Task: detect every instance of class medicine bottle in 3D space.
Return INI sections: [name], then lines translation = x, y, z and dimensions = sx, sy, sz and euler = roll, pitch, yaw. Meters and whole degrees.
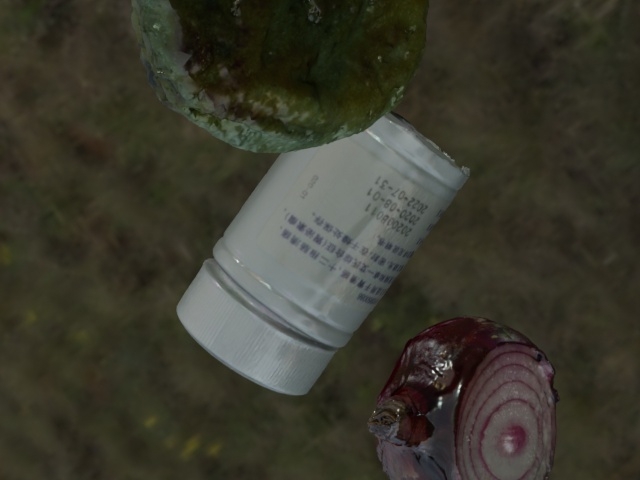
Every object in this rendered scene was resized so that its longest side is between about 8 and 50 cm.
[medicine bottle]
translation = 0.000, 0.000, 1.908
dimensions = 0.190, 0.332, 0.190
euler = 36, -174, -5

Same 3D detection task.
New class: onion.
[onion]
translation = 0.105, 0.164, 1.506
dimensions = 0.140, 0.218, 0.195
euler = 16, 97, 45

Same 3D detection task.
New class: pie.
[pie]
translation = -0.021, -0.195, 1.181
dimensions = 0.078, 0.277, 0.277
euler = 12, 134, 47
